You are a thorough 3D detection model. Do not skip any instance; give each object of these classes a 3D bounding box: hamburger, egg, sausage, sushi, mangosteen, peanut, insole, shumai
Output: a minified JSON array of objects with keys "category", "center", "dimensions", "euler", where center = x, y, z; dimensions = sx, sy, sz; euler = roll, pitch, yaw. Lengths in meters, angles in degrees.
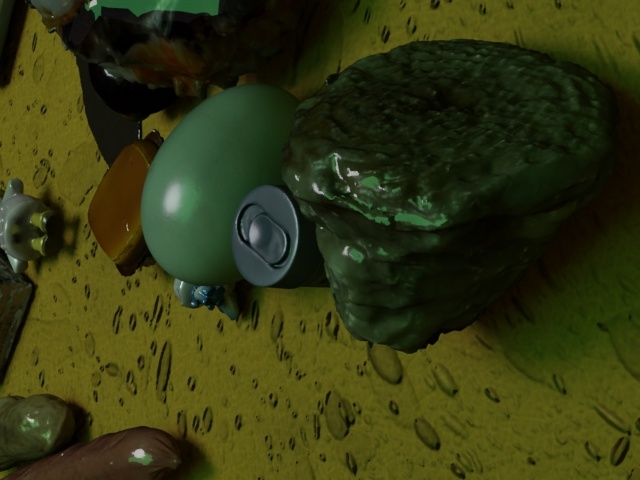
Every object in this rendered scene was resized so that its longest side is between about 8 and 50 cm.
[{"category":"hamburger","center":[-0.198,-0.036,1.654],"dimensions":[0.166,0.087,0.137],"euler":[-47,56,34]},{"category":"egg","center":[-0.093,-0.059,1.480],"dimensions":[0.168,0.168,0.231],"euler":[20,75,45]},{"category":"sausage","center":[-0.303,0.298,1.740],"dimensions":[0.433,0.088,0.088],"euler":[-24,70,43]},{"category":"sushi","center":[-0.164,-0.362,1.547],"dimensions":[0.417,0.176,0.417],"euler":[-10,67,25]},{"category":"mangosteen","center":[-0.214,-0.202,1.670],"dimensions":[0.140,0.140,0.140],"euler":[-5,83,46]},{"category":"peanut","center":[-0.398,0.250,1.838],"dimensions":[0.214,0.099,0.099],"euler":[-15,76,46]},{"category":"insole","center":[-0.288,-0.239,1.822],"dimensions":[0.111,0.007,0.328],"euler":[-39,61,36]},{"category":"shumai","center":[0.118,-0.010,1.229],"dimensions":[0.304,0.309,0.263],"euler":[32,136,44]}]

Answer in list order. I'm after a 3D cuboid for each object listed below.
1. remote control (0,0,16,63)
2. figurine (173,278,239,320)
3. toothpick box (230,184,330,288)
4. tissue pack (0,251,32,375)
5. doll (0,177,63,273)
[{"category":"remote control","center":[-0.452,-0.383,1.962],"dimensions":[0.128,0.065,0.335],"euler":[32,110,45]},{"category":"figurine","center":[-0.137,0.038,1.585],"dimensions":[0.114,0.114,0.079],"euler":[34,85,42]},{"category":"toothpick box","center":[0.000,0.000,1.397],"dimensions":[0.101,0.153,0.101],"euler":[-6,82,46]},{"category":"tissue pack","center":[-0.504,0.074,1.974],"dimensions":[0.235,0.073,0.173],"euler":[38,114,41]},{"category":"doll","center":[-0.414,-0.022,1.884],"dimensions":[0.207,0.081,0.129],"euler":[15,110,49]}]
